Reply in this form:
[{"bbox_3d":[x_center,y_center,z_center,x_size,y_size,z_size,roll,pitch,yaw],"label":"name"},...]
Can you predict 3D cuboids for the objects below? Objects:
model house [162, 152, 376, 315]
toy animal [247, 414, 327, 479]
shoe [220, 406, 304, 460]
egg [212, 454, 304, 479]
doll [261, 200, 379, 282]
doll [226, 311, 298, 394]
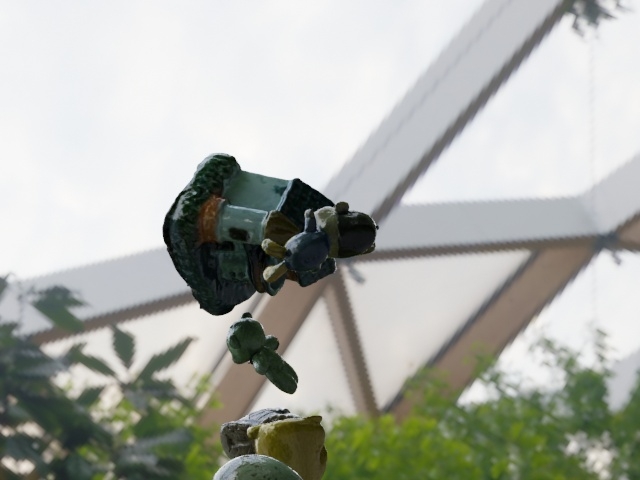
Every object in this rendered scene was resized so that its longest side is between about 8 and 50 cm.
[{"bbox_3d":[-0.061,0.004,2.202,0.253,0.291,0.184,74,-152,-46],"label":"model house"},{"bbox_3d":[-0.027,0.275,1.569,0.083,0.070,0.159,-10,-95,-22],"label":"toy animal"},{"bbox_3d":[-0.083,0.340,2.505,0.092,0.180,0.089,-24,-78,-61],"label":"shoe"},{"bbox_3d":[-0.056,0.256,1.401,0.110,0.085,0.085,28,-87,-21],"label":"egg"},{"bbox_3d":[0.000,0.000,1.981,0.179,0.089,0.102,-13,-57,-18],"label":"doll"},{"bbox_3d":[-0.096,0.193,2.308,0.077,0.150,0.115,-42,8,24],"label":"doll"}]
